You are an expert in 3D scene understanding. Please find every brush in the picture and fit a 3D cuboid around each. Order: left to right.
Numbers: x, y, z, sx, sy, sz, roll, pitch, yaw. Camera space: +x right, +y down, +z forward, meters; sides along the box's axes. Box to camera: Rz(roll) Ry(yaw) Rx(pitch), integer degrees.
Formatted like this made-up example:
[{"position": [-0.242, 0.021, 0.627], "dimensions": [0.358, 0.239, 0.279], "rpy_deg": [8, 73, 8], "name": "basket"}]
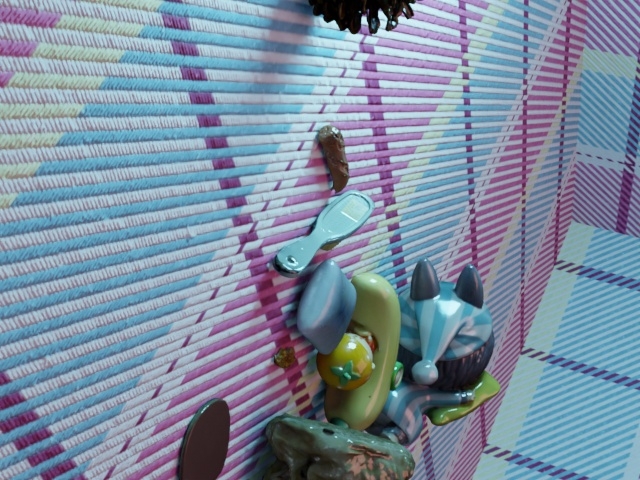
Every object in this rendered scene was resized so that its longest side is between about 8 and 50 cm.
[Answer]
[{"position": [0.000, 0.000, 1.743], "dimensions": [0.297, 0.068, 0.060], "rpy_deg": [-40, 162, -50], "name": "brush"}]

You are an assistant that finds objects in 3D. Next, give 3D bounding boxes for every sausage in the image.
[{"position": [0.025, -0.135, 1.729], "dimensions": [0.158, 0.042, 0.036], "rpy_deg": [77, -3, -55], "name": "sausage"}]

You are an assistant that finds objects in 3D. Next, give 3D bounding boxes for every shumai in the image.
[{"position": [0.018, 0.449, 1.794], "dimensions": [0.314, 0.267, 0.262], "rpy_deg": [25, 79, -63], "name": "shumai"}]

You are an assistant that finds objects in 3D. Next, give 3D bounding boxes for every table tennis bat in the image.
[{"position": [-0.179, 0.355, 1.583], "dimensions": [0.138, 0.022, 0.246], "rpy_deg": [-28, 128, -61], "name": "table tennis bat"}]

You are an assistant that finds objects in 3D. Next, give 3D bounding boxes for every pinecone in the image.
[{"position": [0.069, -0.368, 1.491], "dimensions": [0.163, 0.165, 0.163], "rpy_deg": [-51, 159, -28], "name": "pinecone"}]

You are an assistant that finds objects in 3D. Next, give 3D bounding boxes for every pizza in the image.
[{"position": [-0.060, 0.199, 1.774], "dimensions": [0.083, 0.016, 0.037], "rpy_deg": [19, 81, -68], "name": "pizza"}]

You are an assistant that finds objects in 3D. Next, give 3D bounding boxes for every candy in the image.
[{"position": [0.010, 0.116, 1.813], "dimensions": [0.174, 0.071, 0.138], "rpy_deg": [56, 54, -67], "name": "candy"}]

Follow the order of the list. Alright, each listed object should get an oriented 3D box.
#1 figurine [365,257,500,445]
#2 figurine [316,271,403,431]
[{"position": [0.190, 0.198, 2.162], "dimensions": [0.361, 0.266, 0.377], "rpy_deg": [-38, 130, -36], "name": "figurine"}, {"position": [0.067, 0.215, 1.968], "dimensions": [0.222, 0.124, 0.324], "rpy_deg": [-32, 134, -56], "name": "figurine"}]
